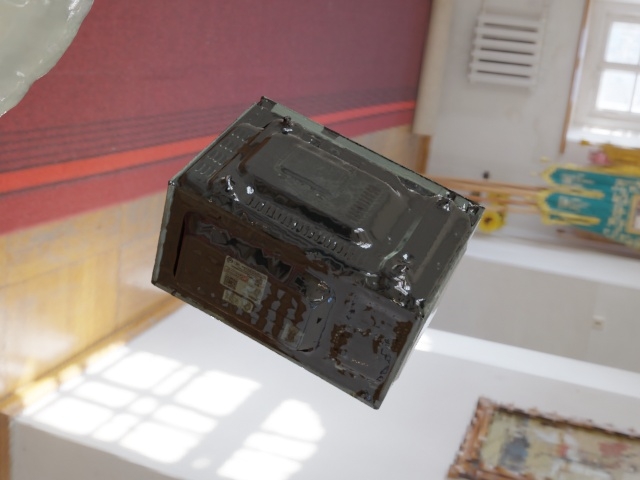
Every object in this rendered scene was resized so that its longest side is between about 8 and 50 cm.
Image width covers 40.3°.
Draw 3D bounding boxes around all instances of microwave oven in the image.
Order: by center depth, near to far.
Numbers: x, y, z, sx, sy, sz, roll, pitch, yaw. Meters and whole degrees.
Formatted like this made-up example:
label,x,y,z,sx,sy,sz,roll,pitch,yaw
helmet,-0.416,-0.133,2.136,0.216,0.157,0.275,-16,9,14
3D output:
label,x,y,z,sx,sy,sz,roll,pitch,yaw
microwave oven,0.000,0.000,0.968,0.237,0.295,0.181,-51,166,-47

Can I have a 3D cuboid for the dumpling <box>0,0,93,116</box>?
label,x,y,z,sx,sy,sz,roll,pitch,yaw
dumpling,-0.153,-0.128,0.297,0.166,0.126,0.216,31,57,-30
